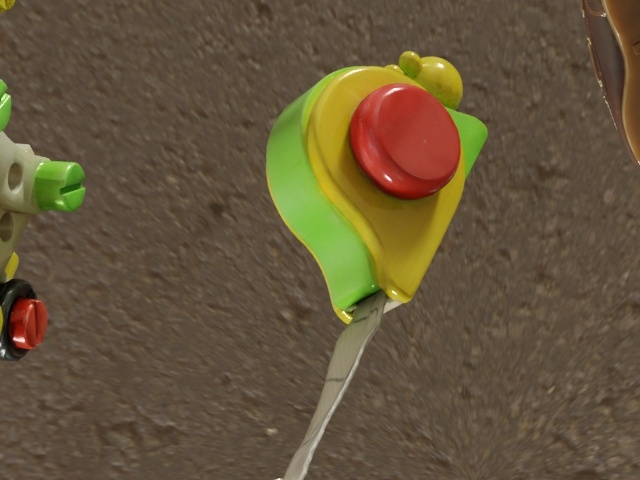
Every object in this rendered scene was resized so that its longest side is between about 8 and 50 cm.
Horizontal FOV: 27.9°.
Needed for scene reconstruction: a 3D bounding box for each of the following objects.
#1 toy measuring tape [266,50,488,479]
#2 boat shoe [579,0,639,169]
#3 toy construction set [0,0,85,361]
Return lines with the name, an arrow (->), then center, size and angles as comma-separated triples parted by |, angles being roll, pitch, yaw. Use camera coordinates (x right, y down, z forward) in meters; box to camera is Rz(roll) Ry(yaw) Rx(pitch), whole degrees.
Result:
toy measuring tape -> 0.000, 0.000, 0.738 | 0.121, 0.121, 0.330 | 23, 56, 10
boat shoe -> 0.272, -0.154, 1.107 | 0.073, 0.073, 0.207 | -19, 108, -9
toy construction set -> -0.238, 0.021, 0.669 | 0.151, 0.215, 0.328 | 17, 55, 23
